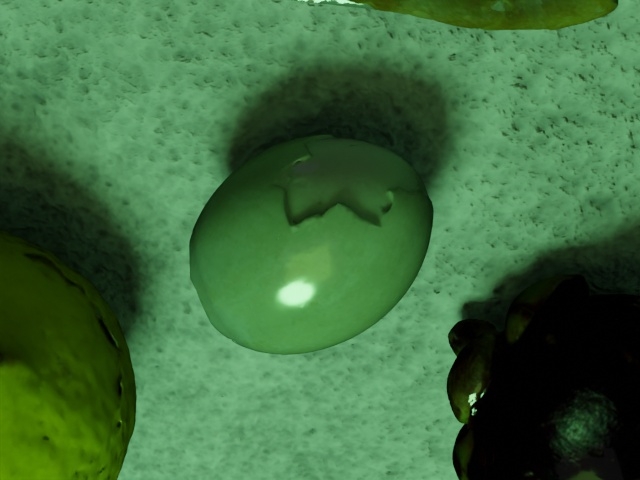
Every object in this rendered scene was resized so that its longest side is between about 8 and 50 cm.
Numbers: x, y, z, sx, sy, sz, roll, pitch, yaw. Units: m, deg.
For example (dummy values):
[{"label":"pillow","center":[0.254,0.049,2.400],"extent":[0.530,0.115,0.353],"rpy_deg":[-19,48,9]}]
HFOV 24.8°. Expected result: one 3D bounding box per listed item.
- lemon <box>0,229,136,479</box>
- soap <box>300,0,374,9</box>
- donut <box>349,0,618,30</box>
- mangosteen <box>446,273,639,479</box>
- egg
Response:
[{"label":"lemon","center":[-0.352,0.163,1.360],"extent":[0.350,0.349,0.387],"rpy_deg":[32,144,-14]},{"label":"soap","center":[-0.015,-0.277,1.114],"extent":[0.259,0.081,0.181],"rpy_deg":[6,128,5]},{"label":"donut","center":[0.089,-0.285,0.889],"extent":[0.360,0.170,0.360],"rpy_deg":[19,149,12]},{"label":"mangosteen","center":[0.243,0.161,1.322],"extent":[0.233,0.287,0.287],"rpy_deg":[-7,131,-20]},{"label":"egg","center":[0.000,0.000,1.261],"extent":[0.217,0.183,0.183],"rpy_deg":[-20,121,25]}]
